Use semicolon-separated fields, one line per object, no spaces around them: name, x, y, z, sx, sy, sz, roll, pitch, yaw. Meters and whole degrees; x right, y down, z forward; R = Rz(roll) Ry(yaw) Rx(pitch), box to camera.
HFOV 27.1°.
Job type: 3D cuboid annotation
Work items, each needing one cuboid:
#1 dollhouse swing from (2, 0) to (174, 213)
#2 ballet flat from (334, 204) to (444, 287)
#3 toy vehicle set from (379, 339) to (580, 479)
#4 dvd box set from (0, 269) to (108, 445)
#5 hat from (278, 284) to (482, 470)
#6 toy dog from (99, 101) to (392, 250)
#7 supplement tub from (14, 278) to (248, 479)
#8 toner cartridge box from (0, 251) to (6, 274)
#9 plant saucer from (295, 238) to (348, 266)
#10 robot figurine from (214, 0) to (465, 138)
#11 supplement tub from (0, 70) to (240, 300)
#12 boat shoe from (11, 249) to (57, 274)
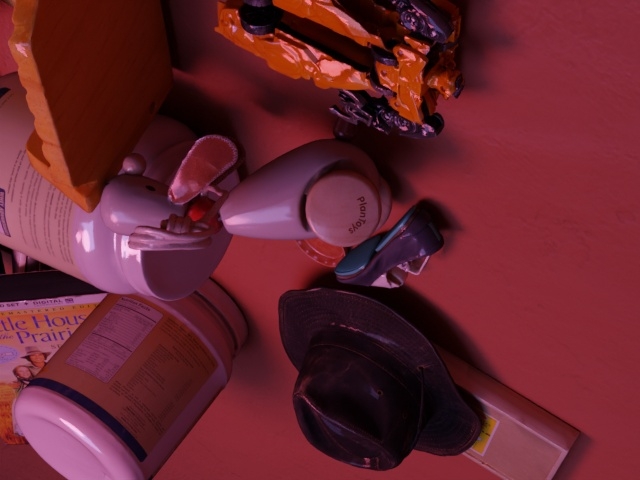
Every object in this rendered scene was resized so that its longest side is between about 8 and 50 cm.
dollhouse swing;-0.353;-0.277;1.474;0.305;0.315;0.346;16;145;15
ballet flat;0.086;0.023;1.595;0.074;0.074;0.203;42;147;-6
toy vehicle set;0.204;0.234;1.781;0.267;0.035;0.166;31;149;12
dvd box set;-0.441;0.205;2.255;0.308;0.062;0.420;-4;140;2
hat;0.042;0.215;1.763;0.331;0.134;0.331;28;149;19
toy dog;-0.070;-0.080;1.474;0.220;0.334;0.160;-162;72;-72
supplement tub;-0.273;0.202;1.968;0.228;0.316;0.228;27;147;19
toner cartridge box;-0.590;-0.027;2.158;0.347;0.075;0.165;81;170;-49
plant saucer;0.000;0.000;1.708;0.083;0.013;0.083;27;147;19
robot figurine;0.021;-0.218;1.324;0.291;0.085;0.211;28;148;19
supplement tub;-0.290;-0.070;1.704;0.325;0.235;0.235;21;146;27
boat shoe;-0.474;0.077;2.267;0.099;0.116;0.319;-4;142;-13
